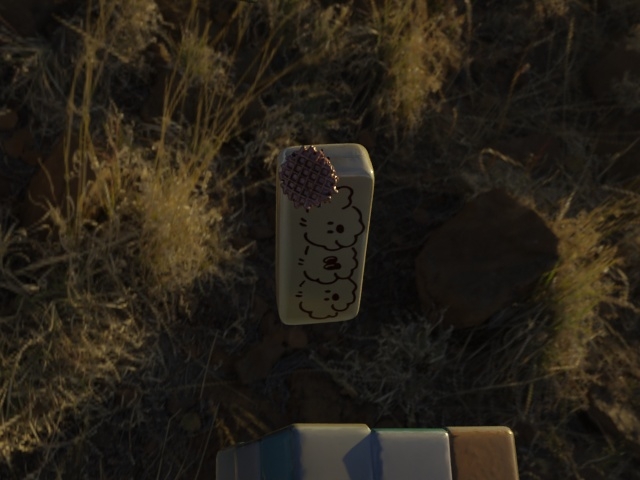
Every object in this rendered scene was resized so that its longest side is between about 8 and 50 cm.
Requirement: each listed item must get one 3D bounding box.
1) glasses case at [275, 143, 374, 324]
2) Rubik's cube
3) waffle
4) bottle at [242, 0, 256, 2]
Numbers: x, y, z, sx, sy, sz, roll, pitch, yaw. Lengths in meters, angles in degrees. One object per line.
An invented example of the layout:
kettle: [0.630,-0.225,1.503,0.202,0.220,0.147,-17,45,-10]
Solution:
glasses case: [0.000,0.000,1.209,0.144,0.336,0.076,-4,45,-7]
Rubik's cube: [0.057,0.449,1.055,0.344,0.346,0.347,7,69,-23]
waffle: [-0.016,-0.079,0.970,0.083,0.075,0.029,64,19,6]
bottle: [-0.074,-0.510,1.172,0.168,0.168,0.347,35,63,3]
